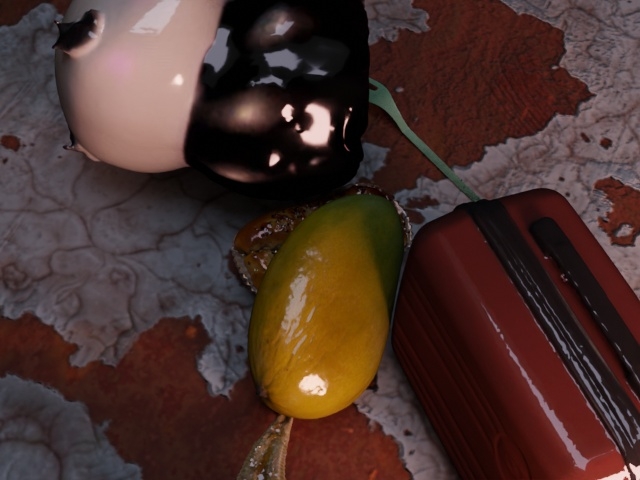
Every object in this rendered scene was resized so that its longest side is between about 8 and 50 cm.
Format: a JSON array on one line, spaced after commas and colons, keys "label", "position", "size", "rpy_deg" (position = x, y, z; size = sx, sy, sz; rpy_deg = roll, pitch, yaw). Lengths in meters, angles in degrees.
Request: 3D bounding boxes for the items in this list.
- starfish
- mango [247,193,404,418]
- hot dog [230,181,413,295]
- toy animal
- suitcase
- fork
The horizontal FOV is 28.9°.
[{"label": "starfish", "position": [-0.091, 0.255, 1.092], "size": [0.247, 0.050, 0.138], "rpy_deg": [-28, 60, -25]}, {"label": "mango", "position": [0.005, 0.055, 1.179], "size": [0.137, 0.091, 0.238], "rpy_deg": [25, 66, -30]}, {"label": "hot dog", "position": [0.000, 0.000, 1.273], "size": [0.191, 0.059, 0.108], "rpy_deg": [-22, 64, -21]}, {"label": "toy animal", "position": [-0.113, -0.166, 1.261], "size": [0.309, 0.251, 0.251], "rpy_deg": [2, 55, -5]}, {"label": "suitcase", "position": [0.191, 0.122, 1.089], "size": [0.161, 0.236, 0.297], "rpy_deg": [-18, 59, -16]}, {"label": "fork", "position": [0.108, -0.116, 1.381], "size": [0.039, 0.021, 0.235], "rpy_deg": [-35, 64, -21]}]
